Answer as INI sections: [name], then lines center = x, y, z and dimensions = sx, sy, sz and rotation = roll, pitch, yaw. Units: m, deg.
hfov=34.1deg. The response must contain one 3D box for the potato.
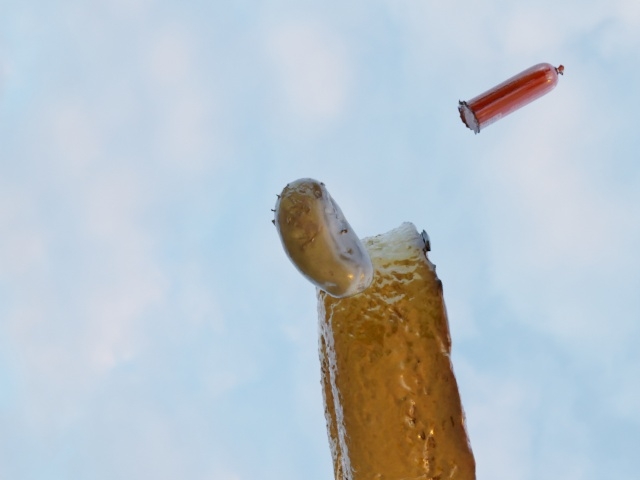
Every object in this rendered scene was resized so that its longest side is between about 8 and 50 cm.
[potato]
center = 0.000, 0.000, 1.097
dimensions = 0.070, 0.091, 0.138
rotation = -30, -93, 27

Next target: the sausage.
[sausage]
center = 0.242, -0.185, 1.295
dimensions = 0.145, 0.048, 0.050
rotation = -29, -83, -9

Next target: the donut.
[donut]
center = 0.079, 0.174, 1.389
dimensions = 0.163, 0.435, 0.378
rotation = -9, -99, -2
